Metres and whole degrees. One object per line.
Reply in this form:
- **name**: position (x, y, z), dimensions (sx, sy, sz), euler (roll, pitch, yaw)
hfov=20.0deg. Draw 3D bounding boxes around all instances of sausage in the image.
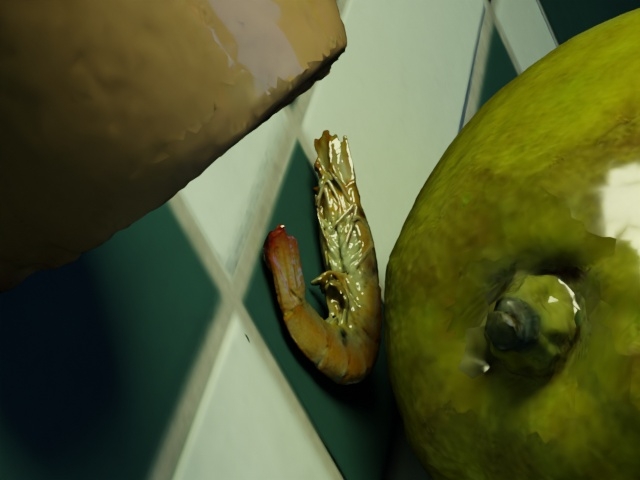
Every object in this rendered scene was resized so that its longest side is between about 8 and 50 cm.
- **sausage**: position (-0.079, -0.122, 0.495), dimensions (0.252, 0.123, 0.123), euler (70, 21, -7)

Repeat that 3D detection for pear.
- **pear**: position (0.160, 0.033, 0.775), dimensions (0.375, 0.287, 0.287), euler (0, 73, -57)

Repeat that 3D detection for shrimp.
- **shrimp**: position (0.000, 0.000, 0.728), dimensions (0.083, 0.023, 0.114), euler (30, 50, -56)
